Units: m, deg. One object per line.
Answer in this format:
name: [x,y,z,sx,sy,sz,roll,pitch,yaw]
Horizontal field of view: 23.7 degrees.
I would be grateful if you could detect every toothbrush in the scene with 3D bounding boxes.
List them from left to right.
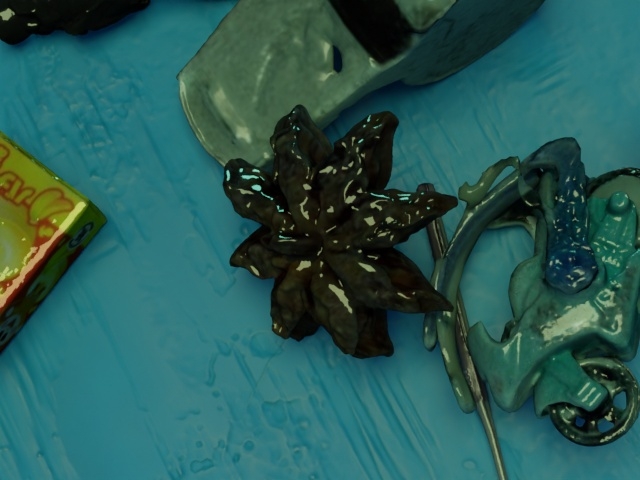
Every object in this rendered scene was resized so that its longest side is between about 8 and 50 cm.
toothbrush: [0.132,0.116,1.406,0.029,0.024,0.354,-16,76,11]

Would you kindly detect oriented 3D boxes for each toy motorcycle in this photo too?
toy motorcycle: [0.202,0.044,1.353,0.206,0.154,0.260,10,73,20]

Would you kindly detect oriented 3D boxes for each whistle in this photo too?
whistle: [0.043,-0.222,1.411,0.404,0.188,0.168,-34,76,-2]

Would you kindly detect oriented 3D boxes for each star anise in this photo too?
star anise: [-0.001,0.000,1.351,0.236,0.109,0.223,10,111,35]

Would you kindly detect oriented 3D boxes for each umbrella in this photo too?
umbrella: [-0.162,-0.279,1.509,0.357,0.106,0.113,-22,66,9]

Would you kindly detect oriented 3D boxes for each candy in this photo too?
candy: [-0.345,0.038,1.447,0.146,0.088,0.276,35,83,12]
